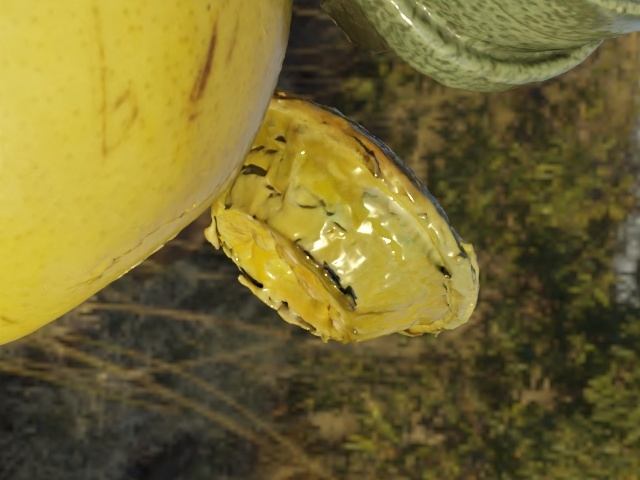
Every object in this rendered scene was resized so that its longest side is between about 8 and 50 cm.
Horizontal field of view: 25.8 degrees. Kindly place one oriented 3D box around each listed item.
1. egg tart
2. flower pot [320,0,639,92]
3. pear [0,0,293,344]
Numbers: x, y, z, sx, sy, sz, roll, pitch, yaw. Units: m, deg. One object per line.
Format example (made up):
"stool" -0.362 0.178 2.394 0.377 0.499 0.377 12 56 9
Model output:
"egg tart" 0.000 0.000 1.256 0.120 0.315 0.315 -49 152 -20
"flower pot" 0.156 -0.265 1.060 0.282 0.299 0.299 -11 -106 61
"pear" -0.178 -0.122 0.689 0.348 0.348 0.349 1 90 -78
